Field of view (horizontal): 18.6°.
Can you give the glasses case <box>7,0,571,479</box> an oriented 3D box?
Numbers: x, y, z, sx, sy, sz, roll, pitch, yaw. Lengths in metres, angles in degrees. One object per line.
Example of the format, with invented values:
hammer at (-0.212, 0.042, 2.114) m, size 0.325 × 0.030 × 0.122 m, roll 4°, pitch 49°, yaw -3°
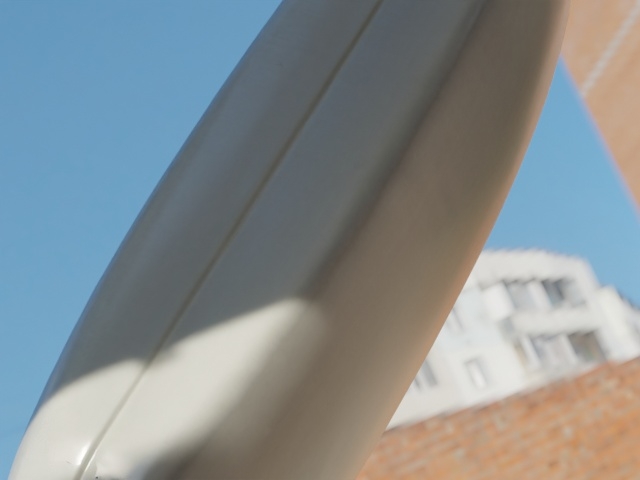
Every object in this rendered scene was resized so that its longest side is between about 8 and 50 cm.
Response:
glasses case at (0.000, 0.000, 0.367) m, size 0.193 × 0.049 × 0.074 m, roll -58°, pitch -22°, yaw -29°
